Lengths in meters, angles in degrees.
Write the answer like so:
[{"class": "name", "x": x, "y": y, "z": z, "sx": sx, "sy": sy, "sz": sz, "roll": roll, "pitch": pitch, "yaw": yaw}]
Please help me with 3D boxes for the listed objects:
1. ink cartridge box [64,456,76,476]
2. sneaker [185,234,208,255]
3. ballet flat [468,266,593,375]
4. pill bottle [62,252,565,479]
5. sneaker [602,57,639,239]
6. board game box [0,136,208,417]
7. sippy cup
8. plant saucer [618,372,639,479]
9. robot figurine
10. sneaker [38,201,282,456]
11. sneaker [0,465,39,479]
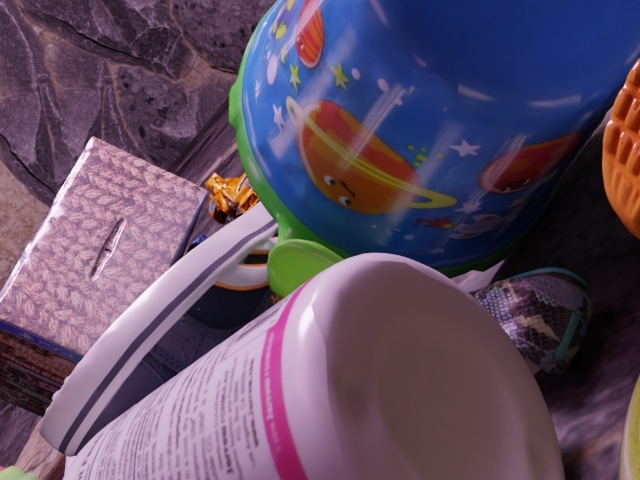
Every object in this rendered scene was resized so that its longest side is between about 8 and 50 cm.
[{"class": "ink cartridge box", "x": -0.112, "y": 0.155, "z": 0.790, "sx": 0.189, "sy": 0.097, "sz": 0.255, "roll": -48, "pitch": 15, "yaw": -1}, {"class": "sneaker", "x": -0.148, "y": 0.067, "z": 1.143, "sx": 0.090, "sy": 0.081, "sz": 0.232, "roll": -40, "pitch": 16, "yaw": 9}, {"class": "ballet flat", "x": 0.077, "y": 0.065, "z": 0.568, "sx": 0.070, "sy": 0.070, "sz": 0.188, "roll": -57, "pitch": 14, "yaw": -30}, {"class": "pill bottle", "x": -0.034, "y": 0.139, "z": 0.492, "sx": 0.283, "sy": 0.160, "sz": 0.160, "roll": -37, "pitch": 18, "yaw": 37}, {"class": "sneaker", "x": 0.238, "y": -0.082, "z": 0.405, "sx": 0.262, "sy": 0.121, "sz": 0.099, "roll": -42, "pitch": 55, "yaw": 11}, {"class": "board game box", "x": -0.261, "y": 0.067, "z": 1.129, "sx": 0.291, "sy": 0.141, "sz": 0.232, "roll": 124, "pitch": 170, "yaw": -61}, {"class": "sippy cup", "x": 0.074, "y": -0.110, "z": 0.580, "sx": 0.224, "sy": 0.239, "sz": 0.306, "roll": 126, "pitch": 139, "yaw": -71}, {"class": "plant saucer", "x": 0.194, "y": 0.043, "z": 0.338, "sx": 0.241, "sy": 0.037, "sz": 0.241, "roll": -43, "pitch": 16, "yaw": 15}, {"class": "robot figurine", "x": -0.073, "y": -0.080, "z": 1.292, "sx": 0.211, "sy": 0.085, "sz": 0.291, "roll": -49, "pitch": 15, "yaw": -2}, {"class": "sneaker", "x": -0.039, "y": 0.057, "z": 0.670, "sx": 0.321, "sy": 0.127, "sz": 0.126, "roll": -42, "pitch": -8, "yaw": -42}, {"class": "sneaker", "x": -0.107, "y": 0.219, "z": 0.257, "sx": 0.185, "sy": 0.202, "sz": 0.483, "roll": -32, "pitch": 17, "yaw": -9}]
